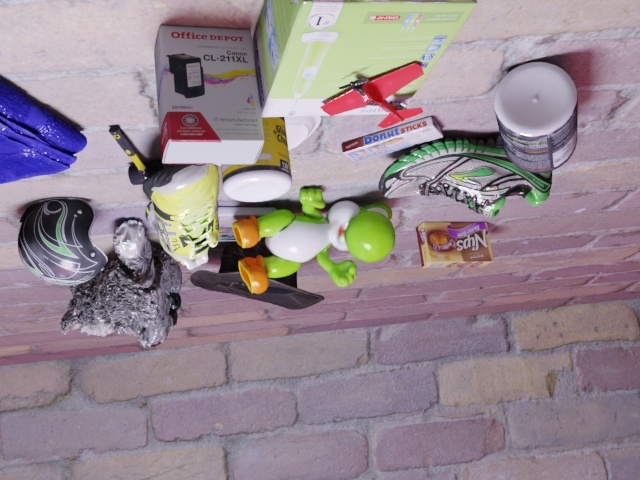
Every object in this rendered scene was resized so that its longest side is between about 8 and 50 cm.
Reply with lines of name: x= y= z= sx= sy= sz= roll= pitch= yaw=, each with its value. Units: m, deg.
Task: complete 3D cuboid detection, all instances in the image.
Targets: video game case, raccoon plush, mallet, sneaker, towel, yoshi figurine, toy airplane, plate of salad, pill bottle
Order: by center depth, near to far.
toy airplane: x=0.078 y=-0.182 z=1.085 sx=0.151 sy=0.028 sz=0.151 roll=-9 pitch=163 yaw=-3
pill bottle: x=-0.101 y=-0.158 z=1.228 sx=0.103 sy=0.184 sz=0.103 roll=-7 pitch=163 yaw=-2
towel: x=-0.525 y=-0.160 z=1.232 sx=0.227 sy=0.076 sz=0.308 roll=-13 pitch=162 yaw=15
plate of salad: x=-0.094 y=-0.179 z=1.390 sx=0.199 sy=0.048 sz=0.200 roll=-22 pitch=169 yaw=-5
pill bottle: x=0.369 y=-0.193 z=1.402 sx=0.130 sy=0.130 sz=0.245 roll=-11 pitch=162 yaw=14
mallet: x=-0.316 y=-0.149 z=1.434 sx=0.062 sy=0.039 sz=0.190 roll=-7 pitch=159 yaw=-3
sneaker: x=-0.234 y=-0.054 z=1.518 sx=0.145 sy=0.147 sz=0.385 roll=-29 pitch=173 yaw=-14
sneaker: x=0.281 y=-0.116 z=1.572 sx=0.343 sy=0.146 sz=0.134 roll=-6 pitch=170 yaw=-2
yoshi figurine: x=0.008 y=-0.003 z=1.769 sx=0.362 sy=0.203 sz=0.203 roll=-14 pitch=151 yaw=-17
video game case: x=-0.221 y=-0.036 z=1.855 sx=0.201 sy=0.023 sz=0.183 roll=-1 pitch=162 yaw=-24
raccoon plush: x=-0.510 y=0.074 z=1.964 sx=0.299 sy=0.216 sz=0.446 roll=4 pitch=135 yaw=8

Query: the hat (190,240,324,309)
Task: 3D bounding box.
hat: x=-0.146 y=0.070 z=2.032 sx=0.331 sy=0.134 sz=0.331 roll=8 pitch=164 yaw=2

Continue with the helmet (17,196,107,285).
helmet: x=-0.512 y=0.010 z=1.643 sx=0.169 sy=0.162 sz=0.169 roll=-7 pitch=163 yaw=-2

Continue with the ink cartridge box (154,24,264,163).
ink cartridge box: x=-0.152 y=-0.195 z=1.107 sx=0.127 sy=0.175 sz=0.072 roll=-2 pitch=160 yaw=-18

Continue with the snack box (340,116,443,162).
snack box: x=0.131 y=-0.184 z=1.518 sx=0.178 sy=0.022 sz=0.064 roll=-15 pitch=163 yaw=22

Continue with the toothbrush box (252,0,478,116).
toothbrush box: x=0.040 y=-0.268 z=1.035 sx=0.206 sy=0.122 sz=0.283 roll=-4 pitch=162 yaw=-14

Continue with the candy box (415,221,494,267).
candy box: x=0.340 y=0.011 z=2.091 sx=0.186 sy=0.109 sz=0.053 roll=0 pitch=161 yaw=-20
